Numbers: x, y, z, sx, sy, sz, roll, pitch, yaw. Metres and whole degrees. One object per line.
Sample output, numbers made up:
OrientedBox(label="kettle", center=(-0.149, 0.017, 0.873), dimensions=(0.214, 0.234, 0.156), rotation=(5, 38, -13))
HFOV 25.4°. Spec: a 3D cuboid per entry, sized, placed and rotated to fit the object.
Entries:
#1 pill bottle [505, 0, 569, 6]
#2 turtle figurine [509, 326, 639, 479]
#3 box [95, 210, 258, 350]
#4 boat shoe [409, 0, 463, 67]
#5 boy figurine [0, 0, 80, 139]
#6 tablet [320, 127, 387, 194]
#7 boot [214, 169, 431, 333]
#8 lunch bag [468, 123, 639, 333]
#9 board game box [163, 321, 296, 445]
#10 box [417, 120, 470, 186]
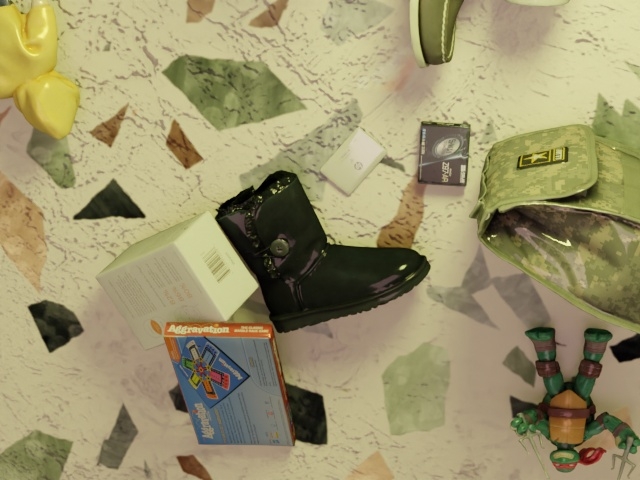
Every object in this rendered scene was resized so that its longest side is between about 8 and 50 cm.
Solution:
OrientedBox(label="pill bottle", center=(0.269, -0.396, 1.728), dimensions=(0.118, 0.117, 0.208), rotation=(5, 111, 6))
OrientedBox(label="turtle figurine", center=(0.339, 0.238, 1.950), dimensions=(0.175, 0.118, 0.234), rotation=(-2, 95, -7))
OrientedBox(label="box", center=(-0.196, 0.056, 1.935), dimensions=(0.170, 0.091, 0.130), rotation=(-20, 108, 39))
OrientedBox(label="boat shoe", center=(0.164, -0.362, 1.759), dimensions=(0.091, 0.109, 0.305), rotation=(6, 107, 10))
OrientedBox(label="boy figurine", center=(-0.413, -0.262, 1.880), dimensions=(0.177, 0.092, 0.285), rotation=(-37, 102, 18))
OrientedBox(label="tablet", center=(0.045, -0.107, 1.921), dimensions=(0.054, 0.006, 0.083), rotation=(39, 110, -8))
OrientedBox(label="boot", center=(0.000, 0.000, 1.917), dimensions=(0.246, 0.094, 0.207), rotation=(-18, 110, 20))
OrientedBox(label="lunch bag", center=(0.333, -0.032, 1.788), dimensions=(0.287, 0.235, 0.169), rotation=(21, 117, -1))
OrientedBox(label="board game box", center=(-0.121, 0.203, 1.967), dimensions=(0.145, 0.027, 0.281), rotation=(0, 142, 7))
OrientedBox(label="box", center=(0.165, -0.115, 1.895), dimensions=(0.067, 0.018, 0.083), rotation=(5, 110, 6))
